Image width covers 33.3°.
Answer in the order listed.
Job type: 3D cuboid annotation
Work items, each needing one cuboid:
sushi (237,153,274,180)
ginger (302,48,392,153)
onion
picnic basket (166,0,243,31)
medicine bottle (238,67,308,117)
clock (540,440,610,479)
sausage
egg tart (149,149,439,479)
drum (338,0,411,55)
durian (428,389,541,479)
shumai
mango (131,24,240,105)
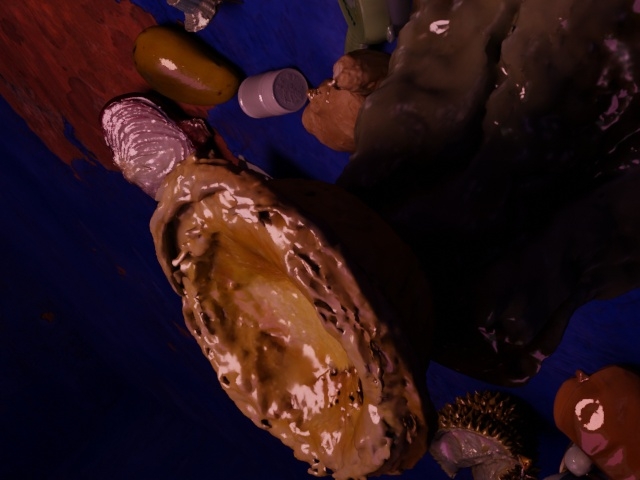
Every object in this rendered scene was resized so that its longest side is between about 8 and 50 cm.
[{"bbox_3d":[0.000,0.000,1.613,0.292,0.059,0.294,36,158,8],"label":"sushi"},{"bbox_3d":[0.040,-0.151,1.126,0.131,0.086,0.294,10,174,4],"label":"ginger"},{"bbox_3d":[-0.239,-0.150,1.659,0.205,0.151,0.098,57,-172,-14],"label":"onion"},{"bbox_3d":[-0.141,-0.289,1.281,0.065,0.083,0.083,5,178,45],"label":"picnic basket"},{"bbox_3d":[-0.060,-0.185,1.352,0.057,0.057,0.089,49,156,-23],"label":"medicine bottle"},{"bbox_3d":[0.367,0.358,1.479,0.147,0.243,0.199,20,149,36],"label":"clock"},{"bbox_3d":[0.406,0.255,1.372,0.241,0.136,0.120,40,-171,-7],"label":"sausage"},{"bbox_3d":[-0.012,0.049,0.814,0.288,0.118,0.288,35,147,27],"label":"egg tart"},{"bbox_3d":[0.051,-0.213,1.071,0.253,0.049,0.130,80,169,-63],"label":"drum"},{"bbox_3d":[0.272,0.304,1.664,0.193,0.138,0.237,51,159,-19],"label":"durian"},{"bbox_3d":[0.164,-0.054,0.900,0.324,0.323,0.397,18,148,47],"label":"shumai"},{"bbox_3d":[-0.181,-0.230,1.439,0.161,0.076,0.103,25,149,13],"label":"mango"}]
